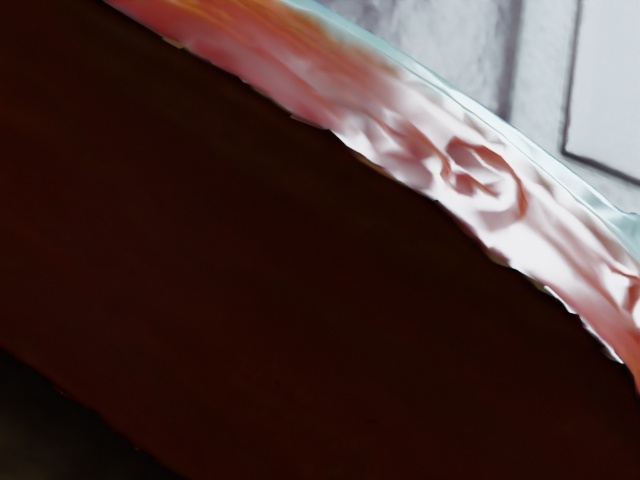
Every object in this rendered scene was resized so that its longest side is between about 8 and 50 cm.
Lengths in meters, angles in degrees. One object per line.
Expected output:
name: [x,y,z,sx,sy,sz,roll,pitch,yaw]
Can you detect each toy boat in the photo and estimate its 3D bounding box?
toy boat: [0.000,0.000,0.430,0.332,0.145,0.133,35,28,-6]
